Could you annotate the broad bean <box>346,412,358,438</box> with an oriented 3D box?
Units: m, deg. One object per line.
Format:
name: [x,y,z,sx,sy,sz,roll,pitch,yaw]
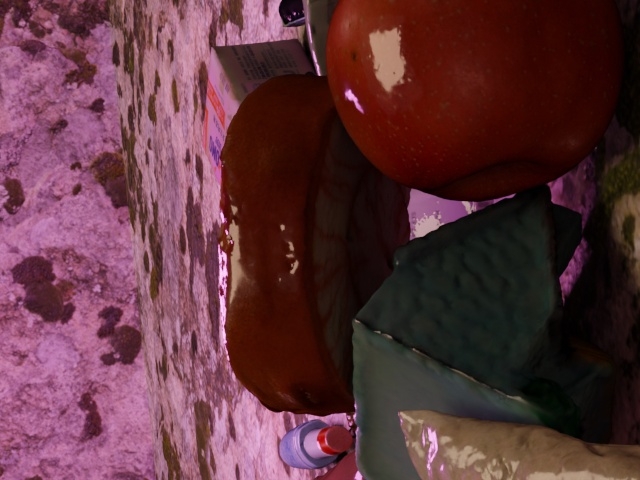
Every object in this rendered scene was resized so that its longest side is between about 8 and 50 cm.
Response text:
broad bean: [-0.006,0.158,2.415,0.292,0.049,0.144,-137,37,-63]

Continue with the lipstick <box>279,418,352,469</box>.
lipstick: [-0.003,0.278,2.388,0.068,0.061,0.274,66,165,4]

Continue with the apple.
apple: [0.133,-0.151,1.523,0.260,0.260,0.216,135,126,-68]

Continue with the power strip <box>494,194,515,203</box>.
power strip: [0.191,-0.024,1.750,0.040,0.016,0.090,32,126,40]

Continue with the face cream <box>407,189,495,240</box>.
face cream: [0.130,-0.011,1.889,0.274,0.096,0.154,7,99,60]

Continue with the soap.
soap: [-0.074,-0.152,2.410,0.199,0.138,0.182,-116,26,-49]

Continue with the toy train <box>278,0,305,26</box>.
toy train: [-0.017,-0.315,2.334,0.207,0.047,0.043,-177,84,-74]

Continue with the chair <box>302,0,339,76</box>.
chair: [0.083,-0.220,1.820,0.275,0.190,0.203,-113,8,-59]

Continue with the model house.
model house: [0.183,0.120,1.612,0.230,0.249,0.280,27,143,24]

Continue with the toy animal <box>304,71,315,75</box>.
toy animal: [0.010,-0.124,2.041,0.090,0.255,0.170,-41,62,16]

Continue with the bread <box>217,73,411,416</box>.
bread: [-0.001,0.002,1.659,0.295,0.114,0.328,20,-108,-68]

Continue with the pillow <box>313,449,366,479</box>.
pillow: [0.047,0.415,2.214,0.308,0.108,0.305,130,138,-63]

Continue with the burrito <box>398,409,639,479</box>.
burrito: [0.223,0.203,1.375,0.392,0.076,0.117,7,142,44]
